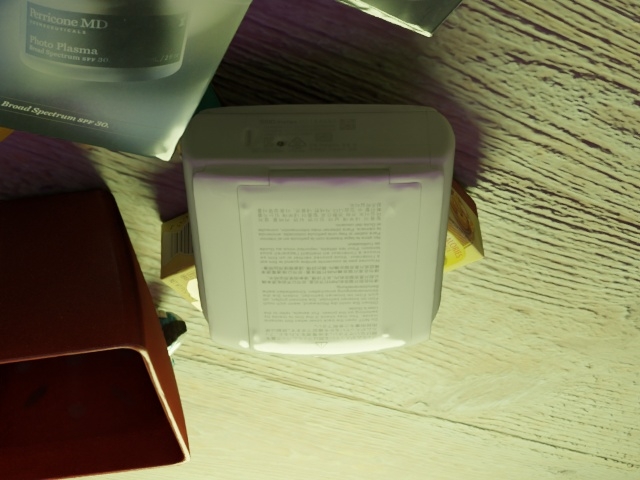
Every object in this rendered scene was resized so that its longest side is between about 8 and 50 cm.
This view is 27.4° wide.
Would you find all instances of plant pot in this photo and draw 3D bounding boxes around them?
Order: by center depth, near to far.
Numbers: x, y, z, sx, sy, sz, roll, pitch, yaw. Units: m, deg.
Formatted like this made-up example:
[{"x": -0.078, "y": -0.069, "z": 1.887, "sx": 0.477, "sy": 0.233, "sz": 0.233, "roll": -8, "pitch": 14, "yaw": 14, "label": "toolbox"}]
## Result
[{"x": -0.296, "y": 0.096, "z": 1.431, "sx": 0.267, "sy": 0.236, "sz": 0.267, "roll": -7, "pitch": 145, "yaw": 2, "label": "plant pot"}]

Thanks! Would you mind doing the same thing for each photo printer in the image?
[{"x": -0.001, "y": 0.004, "z": 1.316, "sx": 0.256, "sy": 0.107, "sz": 0.307, "roll": -1, "pitch": 138, "yaw": 1, "label": "photo printer"}]

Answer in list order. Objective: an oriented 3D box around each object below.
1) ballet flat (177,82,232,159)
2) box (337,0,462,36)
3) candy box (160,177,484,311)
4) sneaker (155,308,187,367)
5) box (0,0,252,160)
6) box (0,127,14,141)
[{"x": -0.121, "y": -0.113, "z": 1.322, "sx": 0.073, "sy": 0.080, "sz": 0.232, "roll": 9, "pitch": 150, "yaw": 29, "label": "ballet flat"}, {"x": 0.049, "y": -0.302, "z": 0.891, "sx": 0.143, "sy": 0.270, "sz": 0.165, "roll": 16, "pitch": 139, "yaw": -28, "label": "box"}, {"x": 0.000, "y": 0.000, "z": 1.466, "sx": 0.316, "sy": 0.087, "sz": 0.183, "roll": -22, "pitch": 140, "yaw": 23, "label": "candy box"}, {"x": -0.212, "y": 0.141, "z": 1.663, "sx": 0.083, "sy": 0.071, "sz": 0.191, "roll": 13, "pitch": 149, "yaw": -35, "label": "sneaker"}, {"x": -0.211, "y": -0.239, "z": 1.022, "sx": 0.296, "sy": 0.183, "sz": 0.294, "roll": 10, "pitch": 140, "yaw": -22, "label": "box"}, {"x": -0.323, "y": -0.148, "z": 1.252, "sx": 0.179, "sy": 0.043, "sz": 0.105, "roll": -31, "pitch": 137, "yaw": 33, "label": "box"}]
